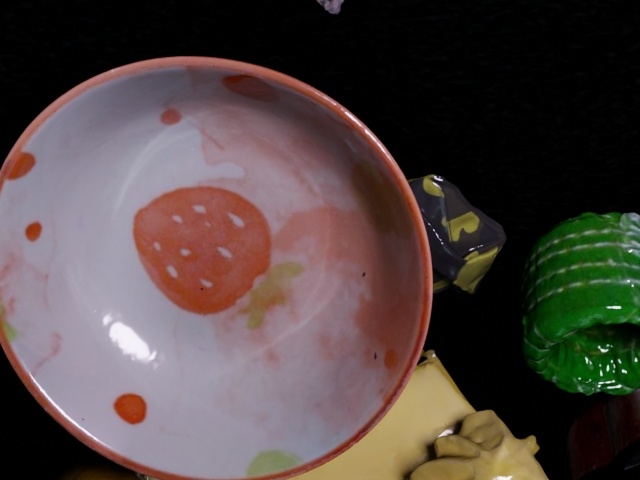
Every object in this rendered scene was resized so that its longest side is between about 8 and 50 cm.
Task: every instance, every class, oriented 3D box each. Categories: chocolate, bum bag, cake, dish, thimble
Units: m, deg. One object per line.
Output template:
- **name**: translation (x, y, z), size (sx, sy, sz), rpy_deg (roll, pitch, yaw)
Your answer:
- **chocolate**: translation (0.269, 0.154, 1.325), size (0.125, 0.080, 0.149), rpy_deg (3, 147, -32)
- **bum bag**: translation (0.000, 0.000, 1.037), size (0.232, 0.060, 0.107), rpy_deg (-4, 134, 7)
- **cake**: translation (0.058, 0.233, 1.249), size (0.227, 0.222, 0.286), rpy_deg (-31, 155, -9)
- **dish**: translation (-0.061, 0.011, 0.968), size (0.260, 0.085, 0.260), rpy_deg (2, 108, 7)
- **thimble**: translation (0.189, 0.042, 1.094), size (0.118, 0.090, 0.130), rpy_deg (10, 151, -15)

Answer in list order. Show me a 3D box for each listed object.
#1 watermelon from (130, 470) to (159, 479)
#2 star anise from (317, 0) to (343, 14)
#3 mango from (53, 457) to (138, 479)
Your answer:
- **watermelon**: translation (-0.082, 0.132, 1.285), size (0.163, 0.087, 0.069), rpy_deg (-9, 130, -36)
- **star anise**: translation (-0.021, -0.176, 0.710), size (0.182, 0.065, 0.195), rpy_deg (26, 141, -33)
- **mango**: translation (-0.158, 0.256, 1.474), size (0.177, 0.120, 0.295), rpy_deg (4, 151, 9)
